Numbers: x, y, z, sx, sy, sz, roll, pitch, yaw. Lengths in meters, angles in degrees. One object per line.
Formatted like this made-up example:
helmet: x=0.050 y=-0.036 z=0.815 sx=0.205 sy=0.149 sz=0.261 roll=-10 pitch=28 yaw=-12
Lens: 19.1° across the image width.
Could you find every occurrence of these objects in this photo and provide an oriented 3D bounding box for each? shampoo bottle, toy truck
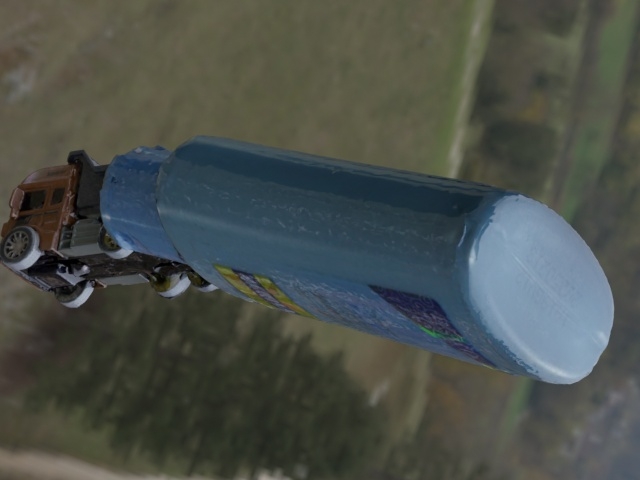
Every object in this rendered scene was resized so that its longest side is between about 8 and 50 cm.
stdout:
shampoo bottle: x=0.000 y=0.000 z=0.824 sx=0.104 sy=0.258 sz=0.061 roll=42 pitch=70 yaw=-41
toy truck: x=-0.140 y=-0.012 z=1.390 sx=0.083 sy=0.192 sz=0.092 roll=41 pitch=49 yaw=-50
